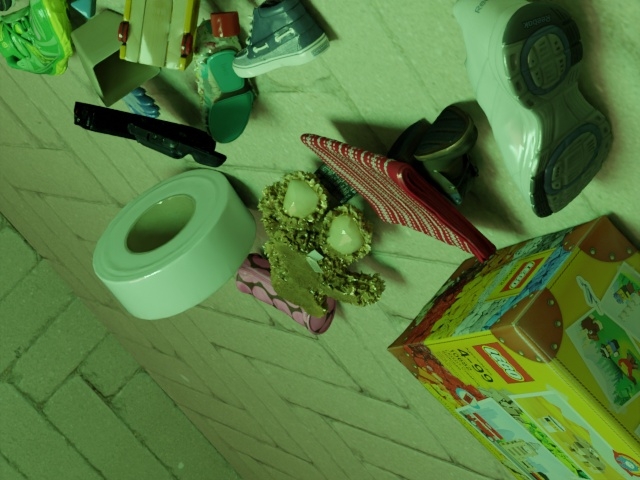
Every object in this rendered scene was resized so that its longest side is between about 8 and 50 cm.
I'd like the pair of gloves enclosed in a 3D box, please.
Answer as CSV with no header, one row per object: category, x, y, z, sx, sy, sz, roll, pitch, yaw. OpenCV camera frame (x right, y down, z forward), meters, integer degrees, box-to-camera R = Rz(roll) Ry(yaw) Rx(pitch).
pair of gloves,-0.356,-0.285,2.100,0.159,0.023,0.198,29,155,31

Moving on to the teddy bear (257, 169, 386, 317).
teddy bear,0.000,0.000,1.917,0.245,0.113,0.338,25,153,21

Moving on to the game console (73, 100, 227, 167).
game console,-0.239,-0.161,1.879,0.213,0.044,0.361,10,-172,-29

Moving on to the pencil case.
pencil case,-0.069,0.094,2.246,0.209,0.095,0.098,25,-171,34

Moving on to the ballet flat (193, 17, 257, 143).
ballet flat,-0.143,-0.237,1.763,0.241,0.091,0.077,96,154,-60

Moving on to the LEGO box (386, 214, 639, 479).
LEGO box,0.382,0.231,1.563,0.500,0.193,0.372,45,160,-8

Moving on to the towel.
towel,0.098,-0.061,1.614,0.199,0.031,0.275,41,172,-30

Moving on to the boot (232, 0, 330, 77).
boot,-0.067,-0.270,1.569,0.190,0.069,0.086,-4,124,52

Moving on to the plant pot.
plant pot,-0.336,-0.300,1.930,0.096,0.109,0.109,44,162,25

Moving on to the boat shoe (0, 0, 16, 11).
boat shoe,-0.605,-0.480,2.083,0.084,0.079,0.233,26,156,33

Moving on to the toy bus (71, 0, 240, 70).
toy bus,-0.206,-0.329,1.609,0.191,0.202,0.104,55,-164,-15

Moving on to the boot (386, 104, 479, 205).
boot,0.166,-0.101,1.475,0.106,0.082,0.219,36,171,-13

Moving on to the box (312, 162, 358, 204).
box,0.027,-0.090,1.806,0.067,0.018,0.083,43,159,-3

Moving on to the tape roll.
tape roll,-0.258,0.003,2.129,0.286,0.286,0.100,16,148,50

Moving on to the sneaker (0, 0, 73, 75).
sneaker,-0.484,-0.344,2.040,0.295,0.124,0.109,137,124,-69

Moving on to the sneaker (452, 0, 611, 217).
sneaker,0.219,-0.147,1.270,0.129,0.111,0.297,44,162,44
